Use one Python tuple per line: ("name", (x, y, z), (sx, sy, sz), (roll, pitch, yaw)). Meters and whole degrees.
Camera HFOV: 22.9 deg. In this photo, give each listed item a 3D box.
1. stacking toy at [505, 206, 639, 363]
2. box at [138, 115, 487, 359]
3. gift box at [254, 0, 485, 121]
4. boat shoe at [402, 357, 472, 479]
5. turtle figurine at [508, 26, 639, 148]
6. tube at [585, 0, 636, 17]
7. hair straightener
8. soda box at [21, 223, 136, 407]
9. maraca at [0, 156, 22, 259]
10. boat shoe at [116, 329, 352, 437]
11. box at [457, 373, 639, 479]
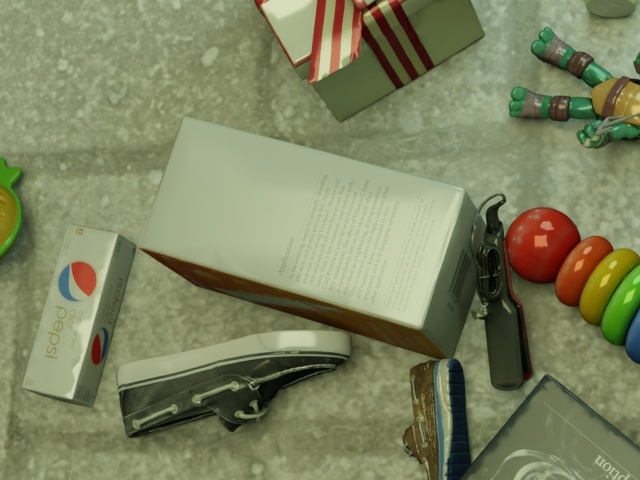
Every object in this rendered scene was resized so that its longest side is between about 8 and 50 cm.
("stacking toy", (0.352, 0.063, 1.782), (0.330, 0.141, 0.141), (36, 87, 25))
("box", (0.000, 0.000, 1.835), (0.345, 0.215, 0.168), (16, 81, 18))
("gift box", (0.024, -0.300, 1.885), (0.276, 0.258, 0.255), (-35, 70, 3))
("boat shoe", (0.134, 0.230, 1.828), (0.066, 0.066, 0.183), (-6, 76, 30))
("turtle figurine", (0.346, -0.166, 1.843), (0.234, 0.118, 0.175), (19, 66, 34))
("tube", (0.365, -0.391, 1.931), (0.070, 0.062, 0.240), (15, 71, -24))
("hair straightener", (0.203, 0.061, 1.786), (0.047, 0.089, 0.230), (1, 104, 23))
("soda box", (-0.300, 0.093, 1.967), (0.074, 0.069, 0.216), (11, 78, 17))
("maraca", (-0.443, -0.036, 2.027), (0.127, 0.099, 0.185), (-3, 50, 3))
("boat shoe", (-0.101, 0.175, 1.876), (0.301, 0.108, 0.102), (-12, 73, 14))
("box", (0.284, 0.377, 1.685), (0.343, 0.179, 0.312), (39, 89, 20))
